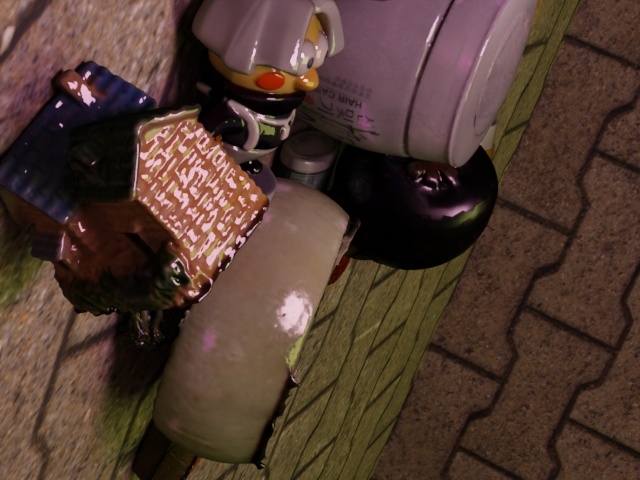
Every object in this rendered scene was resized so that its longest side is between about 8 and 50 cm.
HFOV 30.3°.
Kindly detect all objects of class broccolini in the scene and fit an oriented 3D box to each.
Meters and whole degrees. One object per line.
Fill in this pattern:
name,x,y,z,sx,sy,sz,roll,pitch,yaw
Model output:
broccolini,-0.186,0.041,1.262,0.216,0.067,0.058,96,11,-47

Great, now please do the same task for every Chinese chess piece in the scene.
Chinese chess piece,-0.076,0.097,1.425,0.349,0.146,0.349,22,90,-90

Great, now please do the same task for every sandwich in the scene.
sandwich,-0.169,0.234,1.631,0.235,0.079,0.159,-60,176,4

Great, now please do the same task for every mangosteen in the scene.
mangosteen,0.117,-0.058,1.571,0.243,0.243,0.243,-56,163,-26

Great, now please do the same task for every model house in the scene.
model house,-0.167,-0.050,0.972,0.166,0.183,0.172,-53,124,-26

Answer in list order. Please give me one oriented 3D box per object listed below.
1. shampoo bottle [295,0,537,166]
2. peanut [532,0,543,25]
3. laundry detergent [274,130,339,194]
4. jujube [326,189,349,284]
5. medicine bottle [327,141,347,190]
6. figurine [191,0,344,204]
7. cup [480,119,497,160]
shampoo bottle,0.090,-0.230,1.326,0.273,0.266,0.273,-55,162,-28
peanut,0.331,-0.460,2.020,0.305,0.147,0.147,-65,166,-8
laundry detergent,-0.038,-0.035,1.602,0.099,0.070,0.225,-47,158,-55
jujube,0.000,0.000,1.742,0.112,0.109,0.176,-16,153,-19
medicine bottle,0.057,-0.139,1.765,0.059,0.059,0.230,-38,151,-58
figurine,-0.074,-0.152,1.174,0.176,0.133,0.236,-41,157,-60
cup,0.210,-0.137,2.128,0.241,0.185,0.226,-112,-147,-63
